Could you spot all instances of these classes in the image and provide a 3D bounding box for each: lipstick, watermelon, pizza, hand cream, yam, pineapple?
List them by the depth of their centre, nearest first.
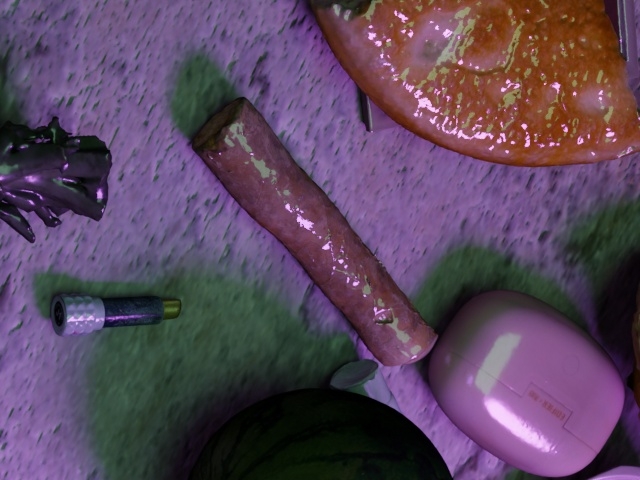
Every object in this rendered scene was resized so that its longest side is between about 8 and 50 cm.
[{"bbox_3d":[-0.313,-0.040,1.414,0.310,0.141,0.170,-7,140,-28],"label":"pineapple"},{"bbox_3d":[-0.168,0.061,1.567,0.116,0.037,0.037,-1,100,-29],"label":"lipstick"},{"bbox_3d":[-0.001,0.245,1.570,0.242,0.242,0.242,-5,102,-25],"label":"watermelon"},{"bbox_3d":[0.000,0.000,1.619,0.066,0.066,0.299,-46,115,-11],"label":"yam"},{"bbox_3d":[0.153,-0.162,1.635,0.365,0.074,0.182,13,96,-27],"label":"pizza"},{"bbox_3d":[0.066,0.203,1.700,0.078,0.050,0.205,-32,116,-20],"label":"hand cream"}]

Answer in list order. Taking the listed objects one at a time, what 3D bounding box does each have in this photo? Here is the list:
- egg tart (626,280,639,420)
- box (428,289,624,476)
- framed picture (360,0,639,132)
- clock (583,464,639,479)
[{"bbox_3d":[0.397,0.146,1.766,0.315,0.120,0.315,20,50,-26],"label":"egg tart"},{"bbox_3d":[0.193,0.134,1.723,0.200,0.088,0.146,35,85,-26],"label":"box"},{"bbox_3d":[0.158,-0.226,1.677,0.290,0.020,0.211,-13,106,-24],"label":"framed picture"},{"bbox_3d":[0.286,0.315,1.749,0.197,0.197,0.068,-41,158,-13],"label":"clock"}]
